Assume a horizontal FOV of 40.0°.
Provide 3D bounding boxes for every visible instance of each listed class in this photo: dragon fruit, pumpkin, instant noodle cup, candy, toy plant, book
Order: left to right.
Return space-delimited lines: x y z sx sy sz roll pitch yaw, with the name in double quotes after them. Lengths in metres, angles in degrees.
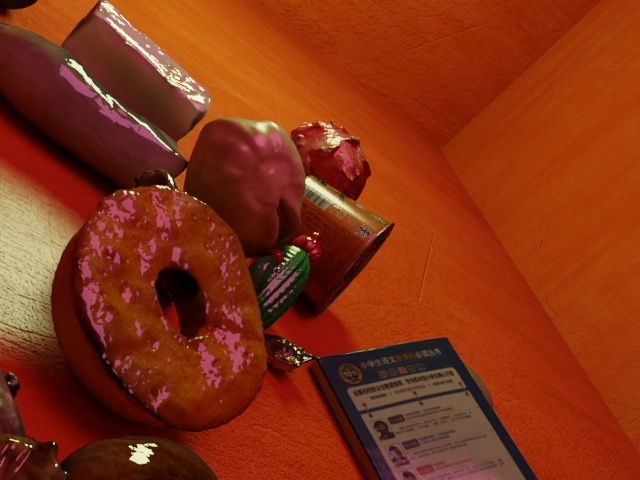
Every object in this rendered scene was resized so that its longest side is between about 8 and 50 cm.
-0.338 -0.279 1.558 0.265 0.155 0.115 41 16 -18 "candy"
-0.072 0.074 1.429 0.088 0.154 0.240 25 20 18 "toy plant"
-0.064 0.182 1.399 0.101 0.035 0.073 28 19 13 "pumpkin"
0.000 0.000 1.655 0.182 0.230 0.230 39 17 7 "instant noodle cup"
0.017 -0.159 2.042 0.205 0.210 0.268 15 44 -40 "dragon fruit"
0.196 0.345 1.436 0.300 0.039 0.428 -4 48 -33 "book"

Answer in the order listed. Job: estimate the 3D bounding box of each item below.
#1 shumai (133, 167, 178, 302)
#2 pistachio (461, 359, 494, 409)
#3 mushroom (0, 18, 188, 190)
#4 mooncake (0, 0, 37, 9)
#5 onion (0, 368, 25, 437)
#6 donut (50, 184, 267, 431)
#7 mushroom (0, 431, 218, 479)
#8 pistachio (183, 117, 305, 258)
-0.252 0.003 1.245 0.120 0.201 0.201 -13 51 -22 "shumai"
0.238 0.301 1.675 0.238 0.153 0.138 43 -21 -17 "pistachio"
-0.391 -0.217 1.369 0.397 0.126 0.177 37 11 -25 "mushroom"
-0.545 -0.500 1.545 0.169 0.175 0.104 2 31 -1 "mooncake"
-0.325 0.158 0.775 0.206 0.098 0.151 54 18 19 "onion"
-0.195 0.089 1.059 0.303 0.110 0.302 27 51 -39 "donut"
-0.174 0.268 0.676 0.283 0.195 0.263 42 60 -20 "mushroom"
-0.132 -0.073 1.412 0.193 0.318 0.214 -32 79 -27 "pistachio"
